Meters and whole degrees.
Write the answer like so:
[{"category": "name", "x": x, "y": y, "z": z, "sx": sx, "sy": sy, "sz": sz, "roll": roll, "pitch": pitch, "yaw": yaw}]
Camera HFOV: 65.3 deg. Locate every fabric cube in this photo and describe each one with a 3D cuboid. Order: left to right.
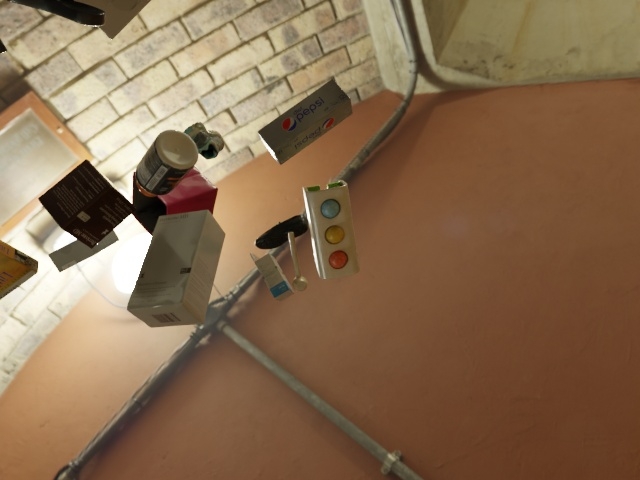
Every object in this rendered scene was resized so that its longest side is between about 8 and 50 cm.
[{"category": "fabric cube", "x": -0.640, "y": -0.168, "z": 2.183, "sx": 0.259, "sy": 0.254, "sz": 0.258, "roll": 42, "pitch": -135, "yaw": 22}]

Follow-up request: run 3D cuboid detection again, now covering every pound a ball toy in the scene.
[{"category": "pound a ball toy", "x": 0.000, "y": 0.000, "z": 1.489, "sx": 0.208, "sy": 0.319, "sz": 0.136, "roll": -11, "pitch": -162, "yaw": -6}]

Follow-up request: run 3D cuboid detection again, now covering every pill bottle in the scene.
[{"category": "pill bottle", "x": -0.472, "y": -0.218, "z": 1.497, "sx": 0.245, "sy": 0.130, "sz": 0.130, "roll": -30, "pitch": -148, "yaw": 48}]

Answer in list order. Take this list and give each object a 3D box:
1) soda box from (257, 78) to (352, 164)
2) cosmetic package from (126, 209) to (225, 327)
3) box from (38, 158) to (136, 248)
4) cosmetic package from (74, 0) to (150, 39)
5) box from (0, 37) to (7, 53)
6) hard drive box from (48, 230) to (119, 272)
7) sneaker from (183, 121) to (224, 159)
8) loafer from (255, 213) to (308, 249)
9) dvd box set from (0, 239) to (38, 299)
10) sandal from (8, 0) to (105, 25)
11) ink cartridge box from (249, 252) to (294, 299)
[{"category": "soda box", "x": -0.044, "y": -0.363, "z": 1.533, "sx": 0.286, "sy": 0.091, "sz": 0.098, "roll": -37, "pitch": -109, "yaw": -3}, {"category": "cosmetic package", "x": -0.484, "y": 0.093, "z": 1.721, "sx": 0.217, "sy": 0.156, "sz": 0.385, "roll": -8, "pitch": -127, "yaw": 15}, {"category": "box", "x": -0.765, "y": -0.120, "z": 1.651, "sx": 0.203, "sy": 0.168, "sz": 0.167, "roll": -45, "pitch": -113, "yaw": -10}, {"category": "cosmetic package", "x": -0.573, "y": -0.702, "z": 1.305, "sx": 0.224, "sy": 0.224, "sz": 0.138, "roll": -45, "pitch": -105, "yaw": 0}, {"category": "box", "x": -0.938, "y": -0.546, "z": 1.294, "sx": 0.158, "sy": 0.156, "sz": 0.093, "roll": -30, "pitch": -143, "yaw": -20}, {"category": "hard drive box", "x": -0.985, "y": 0.027, "z": 2.093, "sx": 0.181, "sy": 0.089, "sz": 0.232, "roll": -25, "pitch": -168, "yaw": 9}, {"category": "sneaker", "x": -0.454, "y": -0.373, "z": 2.002, "sx": 0.110, "sy": 0.283, "sz": 0.122, "roll": -29, "pitch": -95, "yaw": 10}, {"category": "loafer", "x": -0.150, "y": -0.032, "z": 1.910, "sx": 0.223, "sy": 0.076, "sz": 0.078, "roll": -24, "pitch": -134, "yaw": 15}, {"category": "dvd box set", "x": -1.114, "y": 0.060, "z": 1.455, "sx": 0.307, "sy": 0.420, "sz": 0.062, "roll": -33, "pitch": -132, "yaw": 7}, {"category": "sandal", "x": -0.578, "y": -0.525, "z": 1.068, "sx": 0.254, "sy": 0.054, "sz": 0.097, "roll": 18, "pitch": -148, "yaw": 3}, {"category": "ink cartridge box", "x": -0.163, "y": 0.110, "z": 1.684, "sx": 0.060, "sy": 0.104, "sz": 0.180, "roll": -31, "pitch": -104, "yaw": -1}]
